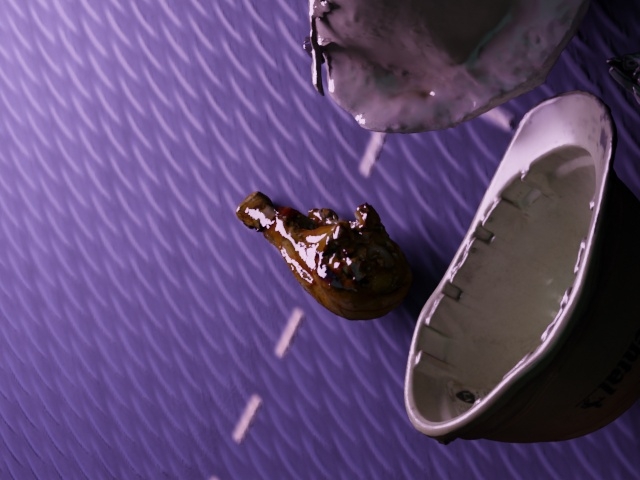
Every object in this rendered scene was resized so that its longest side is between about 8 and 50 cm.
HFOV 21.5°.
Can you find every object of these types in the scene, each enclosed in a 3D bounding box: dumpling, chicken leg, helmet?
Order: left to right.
[{"bbox_3d":[0.000,0.000,1.346,0.178,0.070,0.093,30,112,43],"label":"chicken leg"},{"bbox_3d":[0.095,-0.217,1.213,0.204,0.163,0.293,11,102,2],"label":"dumpling"},{"bbox_3d":[0.178,0.041,1.166,0.257,0.137,0.204,-63,20,5],"label":"helmet"}]

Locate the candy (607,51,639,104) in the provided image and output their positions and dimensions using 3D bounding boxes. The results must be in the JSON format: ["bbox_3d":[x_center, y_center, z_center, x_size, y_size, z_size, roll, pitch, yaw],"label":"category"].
[{"bbox_3d":[0.293,-0.143,1.111,0.226,0.051,0.094,-28,80,36],"label":"candy"}]
